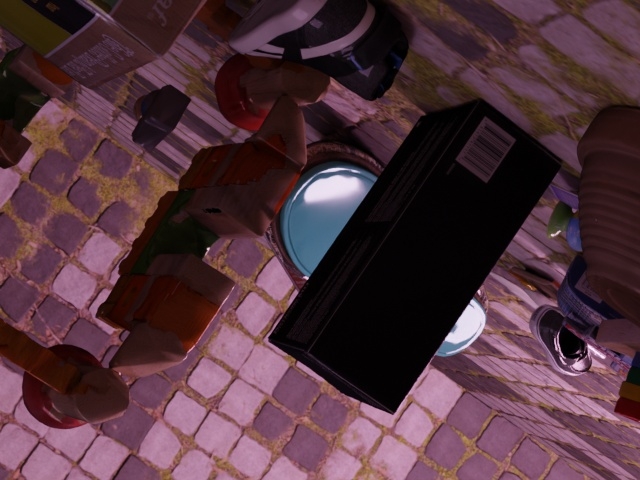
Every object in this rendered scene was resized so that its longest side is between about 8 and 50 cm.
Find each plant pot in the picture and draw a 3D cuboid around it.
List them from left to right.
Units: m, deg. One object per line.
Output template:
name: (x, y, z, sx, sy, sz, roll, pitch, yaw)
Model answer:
plant pot: (0.273, 0.014, 1.229, 0.237, 0.110, 0.237, 34, 174, 4)

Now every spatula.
spatula: (0.313, 0.112, 2.014, 0.242, 0.019, 0.168, 36, 173, -37)

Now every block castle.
block castle: (-0.222, -0.064, 1.652, 0.303, 0.453, 0.213, 36, 166, -18)

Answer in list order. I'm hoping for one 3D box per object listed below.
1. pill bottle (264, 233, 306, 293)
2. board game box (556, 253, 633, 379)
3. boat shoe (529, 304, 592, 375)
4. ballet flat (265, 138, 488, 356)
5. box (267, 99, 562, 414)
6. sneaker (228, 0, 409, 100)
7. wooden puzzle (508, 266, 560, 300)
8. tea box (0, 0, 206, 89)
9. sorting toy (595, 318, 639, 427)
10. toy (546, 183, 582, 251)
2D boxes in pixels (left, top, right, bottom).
pill bottle: (0.000, 0.000, 2.196, 0.216, 0.121, 0.121, 59, 165, -18)
board game box: (0.329, 0.105, 1.776, 0.194, 0.060, 0.194, 34, 172, 9)
boat shoe: (0.281, 0.120, 1.916, 0.040, 0.049, 0.142, 27, 169, 40)
ballet flat: (0.043, -0.013, 2.028, 0.483, 0.164, 0.182, 41, -169, -50)
box: (0.079, 0.013, 1.495, 0.103, 0.261, 0.184, 36, 174, -12)
sneaker: (0.002, -0.162, 1.418, 0.121, 0.079, 0.217, 38, 171, -15)
wooden puzzle: (0.262, 0.053, 1.940, 0.078, 0.014, 0.116, 35, 175, -42)
tea box: (-0.183, -0.270, 0.983, 0.323, 0.220, 0.329, 37, 173, -14)
sorting toy: (0.382, 0.152, 1.470, 0.255, 0.089, 0.257, 21, 175, -5)
toy: (0.299, 0.036, 1.464, 0.237, 0.056, 0.137, 31, 174, 26)
